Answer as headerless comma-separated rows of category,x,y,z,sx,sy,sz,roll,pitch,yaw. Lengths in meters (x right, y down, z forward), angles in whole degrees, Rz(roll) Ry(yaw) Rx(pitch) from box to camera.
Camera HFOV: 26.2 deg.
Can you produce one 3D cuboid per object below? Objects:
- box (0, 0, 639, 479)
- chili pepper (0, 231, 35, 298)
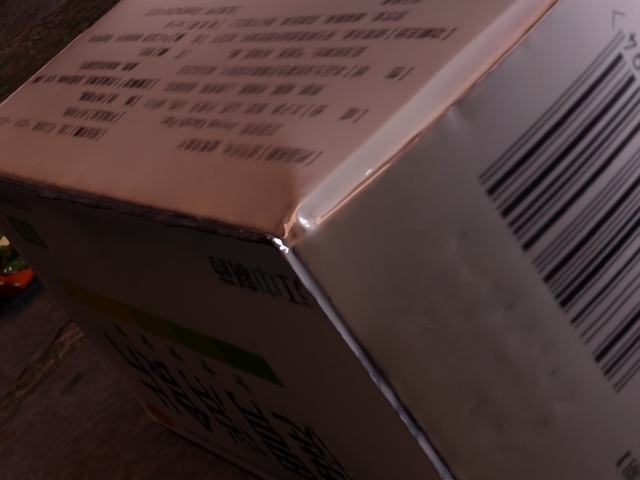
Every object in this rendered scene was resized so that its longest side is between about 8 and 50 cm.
box,-0.002,-0.001,0.521,0.145,0.173,0.333,-44,26,-19
chili pepper,-0.248,0.011,0.950,0.272,0.071,0.063,-5,79,57
